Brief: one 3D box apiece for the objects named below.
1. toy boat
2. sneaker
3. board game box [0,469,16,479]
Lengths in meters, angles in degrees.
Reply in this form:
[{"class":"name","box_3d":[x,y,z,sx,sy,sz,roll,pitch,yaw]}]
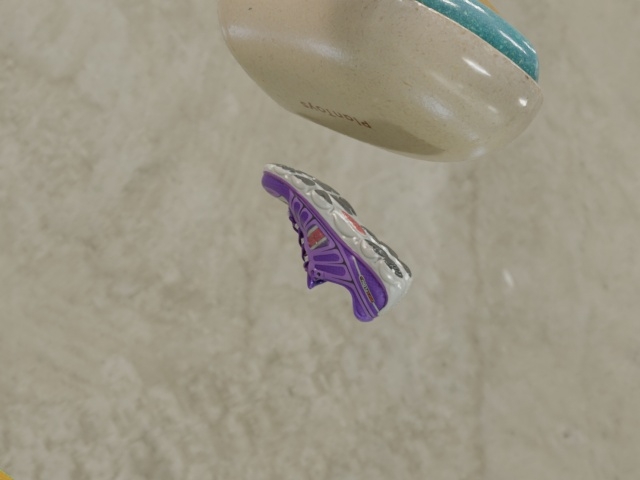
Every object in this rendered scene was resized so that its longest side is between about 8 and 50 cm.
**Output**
[{"class":"toy boat","box_3d":[0.028,-0.178,0.965,0.148,0.267,0.318,-60,147,-11]},{"class":"sneaker","box_3d":[0.000,0.000,1.177,0.170,0.071,0.068,48,14,24]},{"class":"board game box","box_3d":[-0.195,0.215,0.895,0.259,0.124,0.039,37,36,-16]}]
